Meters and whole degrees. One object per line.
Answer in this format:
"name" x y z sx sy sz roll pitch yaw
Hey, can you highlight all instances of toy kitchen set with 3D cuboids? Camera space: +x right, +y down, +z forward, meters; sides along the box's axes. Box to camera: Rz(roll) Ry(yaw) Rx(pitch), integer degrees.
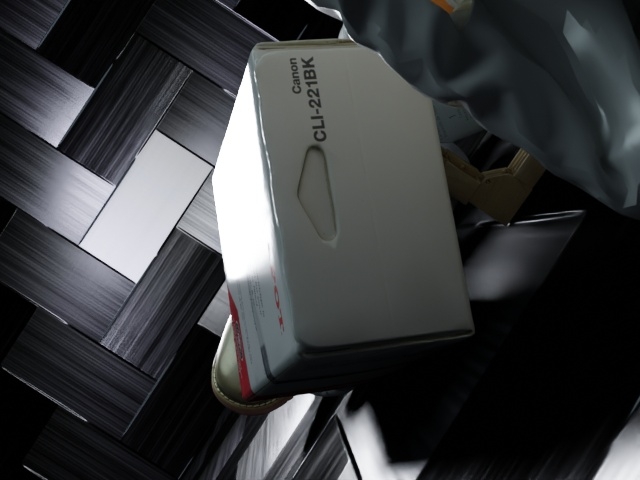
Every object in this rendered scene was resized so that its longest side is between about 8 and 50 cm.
"toy kitchen set" 0.116 -0.068 0.732 0.075 0.083 0.068 -56 2 15

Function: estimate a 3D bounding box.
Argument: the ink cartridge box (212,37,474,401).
"ink cartridge box" 0.000 0.000 0.732 0.273 0.114 0.197 127 135 -73

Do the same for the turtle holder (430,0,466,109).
"turtle holder" 0.139 -0.249 0.808 0.320 0.243 0.227 -82 6 -52

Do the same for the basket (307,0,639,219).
"basket" 0.111 -0.251 0.404 0.331 0.328 0.266 -56 -2 33

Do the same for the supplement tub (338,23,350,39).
"supplement tub" 0.165 -0.302 1.196 0.228 0.228 0.316 -58 2 -37

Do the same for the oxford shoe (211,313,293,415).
"oxford shoe" -0.005 0.007 1.142 0.397 0.141 0.146 -58 -22 -22

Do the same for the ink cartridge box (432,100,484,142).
"ink cartridge box" 0.099 -0.128 1.012 0.225 0.056 0.181 -23 14 18

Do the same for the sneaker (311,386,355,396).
"sneaker" 0.030 0.027 0.936 0.086 0.085 0.237 -9 64 46

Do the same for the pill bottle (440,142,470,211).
"pill bottle" 0.089 -0.038 1.019 0.078 0.078 0.137 -59 2 -42
